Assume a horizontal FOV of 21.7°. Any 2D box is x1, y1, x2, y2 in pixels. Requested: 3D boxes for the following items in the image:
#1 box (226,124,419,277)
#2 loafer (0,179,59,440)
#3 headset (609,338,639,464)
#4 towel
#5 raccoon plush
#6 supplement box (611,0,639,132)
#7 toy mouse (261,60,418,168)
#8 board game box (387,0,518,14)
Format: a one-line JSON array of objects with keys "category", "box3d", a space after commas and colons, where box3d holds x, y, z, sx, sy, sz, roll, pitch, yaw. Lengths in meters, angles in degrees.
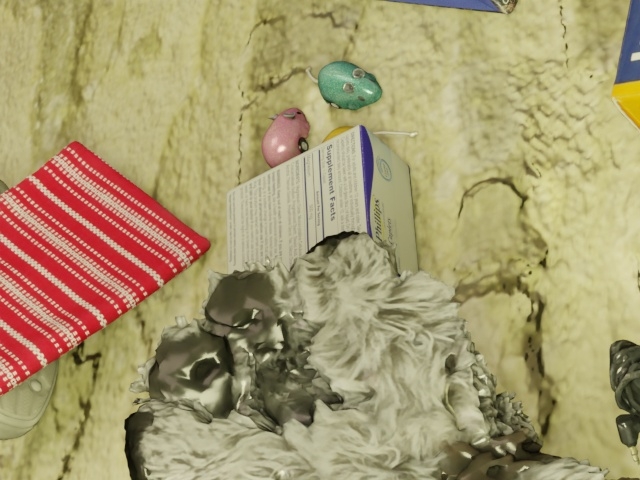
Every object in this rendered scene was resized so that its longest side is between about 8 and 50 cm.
[{"category": "box", "box3d": [0.000, 0.000, 1.291, 0.137, 0.072, 0.126, -25, 48, 28]}, {"category": "loafer", "box3d": [-0.314, 0.064, 1.509, 0.111, 0.112, 0.319, -48, 39, 24]}, {"category": "headset", "box3d": [0.304, 0.144, 0.841, 0.243, 0.185, 0.394, -56, 25, -4]}, {"category": "towel", "box3d": [-0.257, 0.029, 1.417, 0.275, 0.031, 0.199, -35, 50, -23]}, {"category": "raccoon plush", "box3d": [0.054, 0.206, 0.998, 0.216, 0.299, 0.446, -36, 56, -12]}, {"category": "supplement box", "box3d": [0.379, -0.136, 0.957, 0.356, 0.195, 0.194, -6, 59, 39]}, {"category": "toy mouse", "box3d": [-0.005, -0.105, 1.396, 0.161, 0.031, 0.143, -32, 46, 22]}, {"category": "board game box", "box3d": [0.097, -0.355, 1.393, 0.232, 0.141, 0.291, 14, 73, 46]}]
